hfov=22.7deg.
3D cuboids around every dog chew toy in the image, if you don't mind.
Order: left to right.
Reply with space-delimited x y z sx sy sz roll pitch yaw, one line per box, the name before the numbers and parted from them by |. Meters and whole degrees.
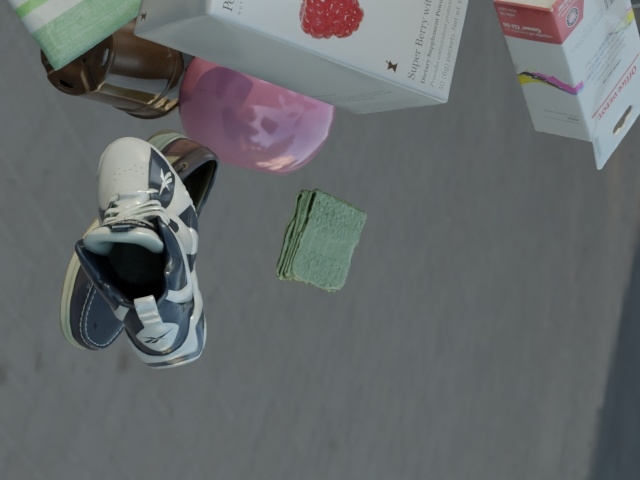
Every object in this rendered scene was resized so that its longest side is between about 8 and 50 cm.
dog chew toy | -0.064 -0.256 2.072 0.206 0.207 0.332 3 100 -70

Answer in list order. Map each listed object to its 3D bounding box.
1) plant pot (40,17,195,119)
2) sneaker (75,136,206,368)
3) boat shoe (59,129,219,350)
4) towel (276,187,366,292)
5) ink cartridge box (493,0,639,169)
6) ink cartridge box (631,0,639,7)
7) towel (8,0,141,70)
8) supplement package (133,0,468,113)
plant pot | -0.276 -0.249 2.144 0.165 0.167 0.167 -1 98 -60
sneaker | -0.166 -0.013 1.439 0.153 0.094 0.235 75 7 -65
boat shoe | -0.211 0.003 1.891 0.103 0.092 0.285 39 75 -46
towel | 0.000 0.000 1.799 0.148 0.027 0.110 16 93 -60
ink cartridge box | 0.237 -0.174 1.471 0.115 0.067 0.198 -50 136 -27
ink cartridge box | 0.382 -0.432 1.588 0.091 0.308 0.385 20 73 -48
towel | -0.300 -0.400 1.875 0.325 0.248 0.038 56 -9 -3
supplement package | -0.014 -0.259 1.658 0.293 0.175 0.177 16 82 -31
